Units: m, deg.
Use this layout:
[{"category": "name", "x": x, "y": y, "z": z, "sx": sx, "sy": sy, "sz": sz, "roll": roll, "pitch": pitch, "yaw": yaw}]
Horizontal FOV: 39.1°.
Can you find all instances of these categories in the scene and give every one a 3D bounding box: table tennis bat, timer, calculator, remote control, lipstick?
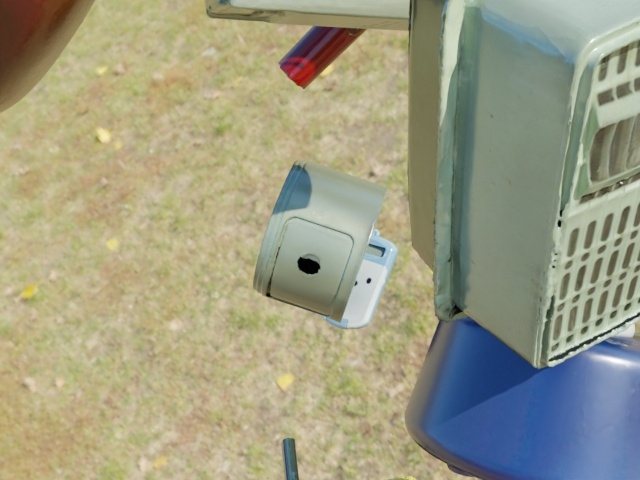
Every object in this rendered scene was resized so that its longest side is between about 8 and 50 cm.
[{"category": "table tennis bat", "x": -0.025, "y": 0.281, "z": 0.922, "sx": 0.014, "sy": 0.095, "sz": 0.158, "roll": -1, "pitch": 59, "yaw": -12}, {"category": "timer", "x": 0.242, "y": 0.025, "z": 0.822, "sx": 0.270, "sy": 0.270, "sz": 0.383, "roll": 13, "pitch": 92, "yaw": 45}, {"category": "calculator", "x": 0.071, "y": 0.073, "z": 1.760, "sx": 0.121, "sy": 0.039, "sz": 0.210, "roll": 18, "pitch": 78, "yaw": 24}, {"category": "remote control", "x": 0.020, "y": -0.255, "z": 0.974, "sx": 0.286, "sy": 0.038, "sz": 0.123, "roll": -1, "pitch": 8, "yaw": -18}, {"category": "lipstick", "x": 0.049, "y": -0.367, "z": 1.477, "sx": 0.280, "sy": 0.073, "sz": 0.073, "roll": -43, "pitch": 34, "yaw": 13}]

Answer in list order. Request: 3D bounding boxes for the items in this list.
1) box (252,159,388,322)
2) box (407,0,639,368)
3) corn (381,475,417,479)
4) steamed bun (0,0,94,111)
[{"category": "box", "x": 0.000, "y": 0.000, "z": 1.416, "sx": 0.149, "sy": 0.226, "sz": 0.226, "roll": 19, "pitch": 51, "yaw": 3}, {"category": "box", "x": 0.170, "y": -0.074, "z": 0.606, "sx": 0.221, "sy": 0.290, "sz": 0.166, "roll": -24, "pitch": 43, "yaw": -23}, {"category": "corn", "x": 0.027, "y": 0.432, "z": 1.305, "sx": 0.305, "sy": 0.123, "sz": 0.122, "roll": -22, "pitch": 43, "yaw": 16}, {"category": "steamed bun", "x": -0.369, "y": -0.309, "z": 0.999, "sx": 0.379, "sy": 0.235, "sz": 0.248, "roll": -46, "pitch": 20, "yaw": 30}]
